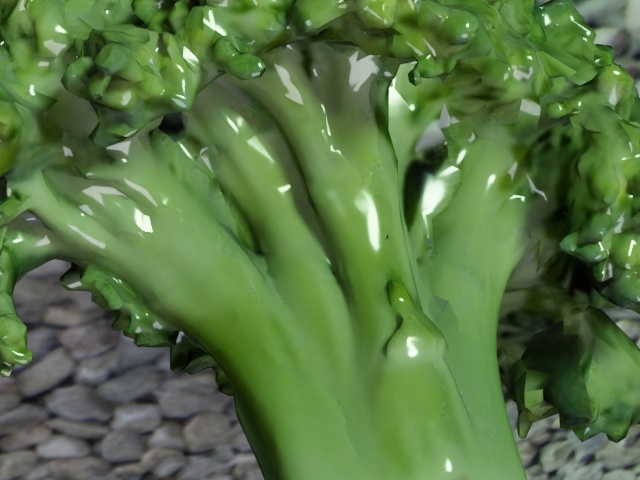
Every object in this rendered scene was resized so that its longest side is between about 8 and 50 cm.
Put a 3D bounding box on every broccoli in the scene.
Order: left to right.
[{"bbox_3d":[0.008,-0.016,0.659,0.277,0.317,0.338,-42,166,23],"label":"broccoli"}]
